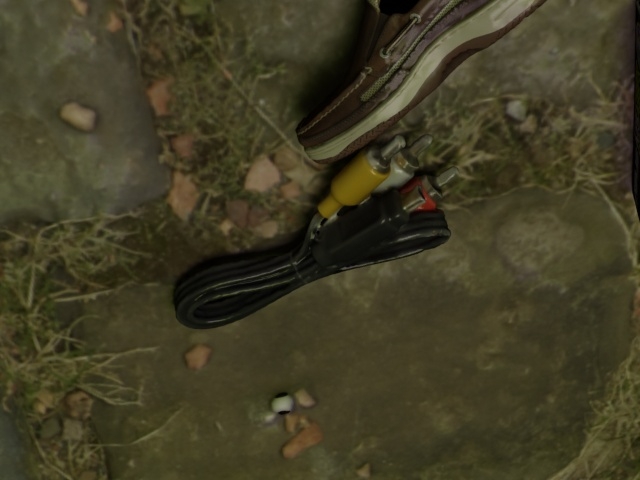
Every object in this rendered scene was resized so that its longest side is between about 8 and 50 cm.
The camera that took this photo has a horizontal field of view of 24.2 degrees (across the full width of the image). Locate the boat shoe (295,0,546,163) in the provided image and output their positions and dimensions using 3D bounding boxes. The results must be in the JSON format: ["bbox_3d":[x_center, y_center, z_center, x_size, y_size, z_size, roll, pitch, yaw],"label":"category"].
[{"bbox_3d":[0.067,-0.169,1.202,0.257,0.095,0.095,-38,104,19],"label":"boat shoe"}]

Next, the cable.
[{"bbox_3d":[0.000,0.000,1.354,0.287,0.072,0.139,-28,148,26],"label":"cable"}]

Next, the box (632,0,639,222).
[{"bbox_3d":[0.411,-0.117,1.300,0.270,0.060,0.216,-5,130,5],"label":"box"}]
